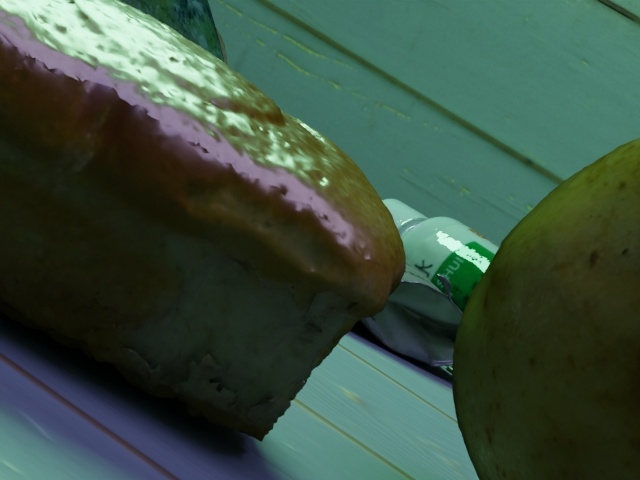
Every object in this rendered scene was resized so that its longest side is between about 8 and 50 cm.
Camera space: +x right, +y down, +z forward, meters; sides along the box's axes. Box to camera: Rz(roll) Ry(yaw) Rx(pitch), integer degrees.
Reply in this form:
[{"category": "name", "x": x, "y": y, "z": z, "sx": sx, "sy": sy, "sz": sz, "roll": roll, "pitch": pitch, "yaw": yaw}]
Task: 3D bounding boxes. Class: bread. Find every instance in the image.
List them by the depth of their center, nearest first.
[{"category": "bread", "x": -0.088, "y": -0.028, "z": 0.737, "sx": 0.245, "sy": 0.121, "sz": 0.174, "roll": 33, "pitch": 3, "yaw": -10}]

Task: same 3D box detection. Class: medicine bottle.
[{"category": "medicine bottle", "x": 0.131, "y": 0.052, "z": 1.553, "sx": 0.260, "sy": 0.095, "sz": 0.095, "roll": 36, "pitch": 6, "yaw": 40}]

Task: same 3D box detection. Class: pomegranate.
[{"category": "pomegranate", "x": 0.181, "y": 0.066, "z": 0.821, "sx": 0.260, "sy": 0.260, "sz": 0.260, "roll": 31, "pitch": 4, "yaw": -2}]

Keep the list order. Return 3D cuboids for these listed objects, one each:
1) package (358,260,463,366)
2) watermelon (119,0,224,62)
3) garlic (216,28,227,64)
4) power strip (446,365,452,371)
[{"category": "package", "x": 0.000, "y": 0.000, "z": 1.376, "sx": 0.251, "sy": 0.062, "sz": 0.204, "roll": 32, "pitch": 4, "yaw": -36}, {"category": "watermelon", "x": -0.135, "y": -0.087, "z": 0.929, "sx": 0.260, "sy": 0.256, "sz": 0.176, "roll": 22, "pitch": -37, "yaw": -18}, {"category": "garlic", "x": -0.177, "y": -0.169, "z": 1.477, "sx": 0.245, "sy": 0.160, "sz": 0.245, "roll": 23, "pitch": 11, "yaw": -5}, {"category": "power strip", "x": 0.121, "y": 0.099, "z": 1.446, "sx": 0.027, "sy": 0.017, "sz": 0.083, "roll": 36, "pitch": 8, "yaw": 37}]
